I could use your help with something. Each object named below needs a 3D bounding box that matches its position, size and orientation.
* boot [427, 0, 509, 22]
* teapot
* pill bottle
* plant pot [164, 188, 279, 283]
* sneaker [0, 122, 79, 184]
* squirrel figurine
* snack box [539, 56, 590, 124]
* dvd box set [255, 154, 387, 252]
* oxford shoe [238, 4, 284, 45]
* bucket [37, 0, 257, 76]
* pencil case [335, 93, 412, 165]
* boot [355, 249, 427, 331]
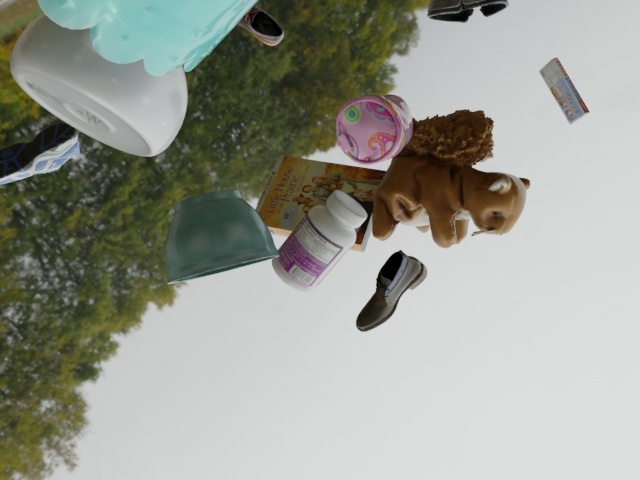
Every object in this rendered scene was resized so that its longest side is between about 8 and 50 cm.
[{"bbox_3d":[0.250,-0.593,1.227,0.338,0.222,0.118,15,-165,43],"label":"boot"},{"bbox_3d":[-0.291,-0.252,0.811,0.256,0.252,0.187,15,-107,32],"label":"teapot"},{"bbox_3d":[0.000,0.000,1.696,0.301,0.169,0.169,-50,-161,20],"label":"pill bottle"},{"bbox_3d":[-0.269,-0.018,1.456,0.293,0.196,0.293,-14,177,-1],"label":"plant pot"},{"bbox_3d":[-0.602,-0.164,1.186,0.211,0.081,0.080,-31,-115,-21],"label":"sneaker"},{"bbox_3d":[0.371,-0.176,1.547,0.370,0.397,0.281,1,179,41],"label":"squirrel figurine"},{"bbox_3d":[0.669,-0.410,1.550,0.022,0.178,0.064,-23,171,-20],"label":"snack box"},{"bbox_3d":[-0.003,-0.139,1.970,0.420,0.062,0.307,12,-116,21],"label":"dvd box set"},{"bbox_3d":[-0.223,-0.668,1.640,0.097,0.271,0.098,-64,-163,6],"label":"oxford shoe"},{"bbox_3d":[-0.162,-0.332,0.573,0.183,0.281,0.281,-29,-157,32],"label":"bucket"},{"bbox_3d":[0.107,-0.213,1.060,0.124,0.124,0.284,-25,-172,18],"label":"pencil case"},{"bbox_3d":[0.142,0.113,1.304,0.219,0.106,0.082,-48,-133,3],"label":"boot"}]
